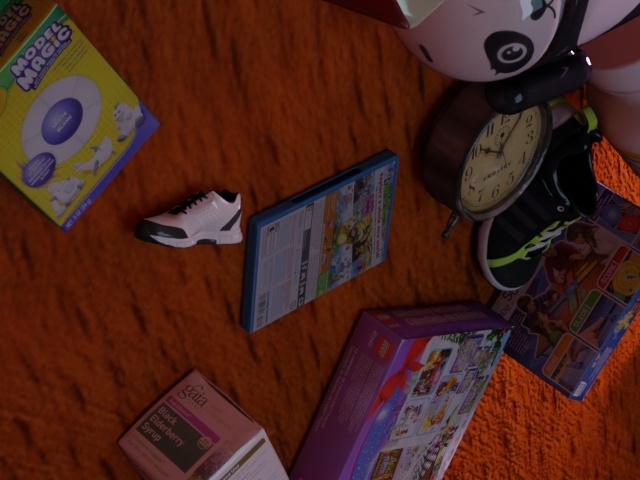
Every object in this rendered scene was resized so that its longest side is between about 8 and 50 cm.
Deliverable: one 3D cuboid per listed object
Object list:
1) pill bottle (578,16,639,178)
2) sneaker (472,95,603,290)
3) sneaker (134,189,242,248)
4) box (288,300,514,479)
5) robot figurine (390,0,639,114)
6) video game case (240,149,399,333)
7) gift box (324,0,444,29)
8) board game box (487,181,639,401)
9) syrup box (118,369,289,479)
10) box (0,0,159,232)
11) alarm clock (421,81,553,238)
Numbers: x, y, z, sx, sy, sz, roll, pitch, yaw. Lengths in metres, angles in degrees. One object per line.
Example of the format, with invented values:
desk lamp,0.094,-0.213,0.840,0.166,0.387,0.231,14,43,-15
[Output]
pill bottle,0.374,-0.126,1.585,0.188,0.188,0.334,-52,130,-5
sneaker,0.215,-0.032,1.593,0.084,0.097,0.234,-27,139,-36
sneaker,-0.101,-0.018,1.262,0.109,0.040,0.043,-8,109,-53
box,0.064,0.201,1.650,0.201,0.057,0.293,-2,121,-52
robot figurine,0.171,-0.228,1.283,0.278,0.209,0.173,-28,174,-36
video game case,0.000,0.000,1.422,0.166,0.015,0.119,-27,138,-36
gift box,0.021,-0.314,0.955,0.258,0.276,0.255,-41,132,-14
board game box,0.263,0.044,1.690,0.201,0.136,0.035,-58,147,7
syrup box,-0.083,0.225,1.447,0.096,0.093,0.237,-44,146,-16
box,-0.185,-0.090,1.076,0.105,0.043,0.179,-51,146,-7
alarm clock,0.149,-0.101,1.477,0.129,0.064,0.192,-29,142,-34
